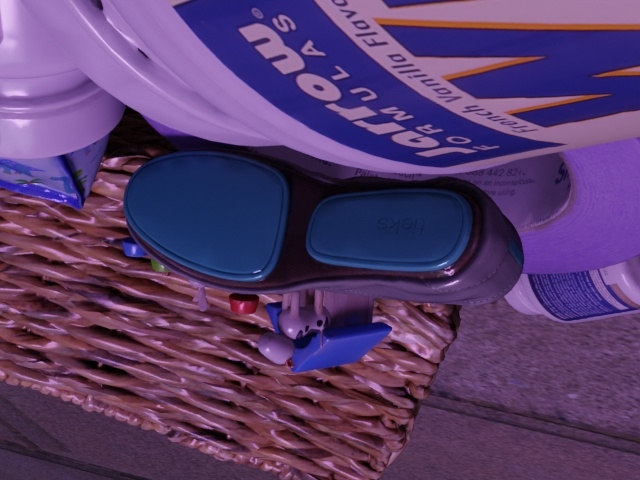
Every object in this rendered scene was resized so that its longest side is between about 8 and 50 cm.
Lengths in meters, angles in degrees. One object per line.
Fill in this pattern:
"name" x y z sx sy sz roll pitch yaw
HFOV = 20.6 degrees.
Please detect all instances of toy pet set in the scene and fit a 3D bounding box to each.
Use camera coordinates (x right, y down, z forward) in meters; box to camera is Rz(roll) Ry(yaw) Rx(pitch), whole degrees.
"toy pet set" -0.030 0.039 0.938 0.114 0.065 0.122 -7 -161 -34

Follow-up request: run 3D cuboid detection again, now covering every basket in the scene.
"basket" -0.056 -0.016 1.103 0.299 0.223 0.213 20 127 -2

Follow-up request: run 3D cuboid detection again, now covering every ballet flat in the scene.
"ballet flat" 0.000 0.000 0.863 0.213 0.072 0.068 7 166 32

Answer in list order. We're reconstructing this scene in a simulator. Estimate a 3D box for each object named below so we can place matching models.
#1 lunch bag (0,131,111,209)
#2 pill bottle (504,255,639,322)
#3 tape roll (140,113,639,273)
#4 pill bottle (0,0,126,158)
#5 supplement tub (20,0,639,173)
"lunch bag" -0.143 -0.106 0.887 0.096 0.129 0.151 13 158 9
"pill bottle" 0.157 0.012 1.015 0.067 0.067 0.120 29 158 -24
"tape roll" 0.042 -0.082 0.838 0.274 0.090 0.275 18 160 7
"pill bottle" -0.124 -0.134 0.715 0.108 0.108 0.194 14 130 16
"supplement tub" 0.069 -0.142 0.433 0.235 0.235 0.324 31 157 -30
